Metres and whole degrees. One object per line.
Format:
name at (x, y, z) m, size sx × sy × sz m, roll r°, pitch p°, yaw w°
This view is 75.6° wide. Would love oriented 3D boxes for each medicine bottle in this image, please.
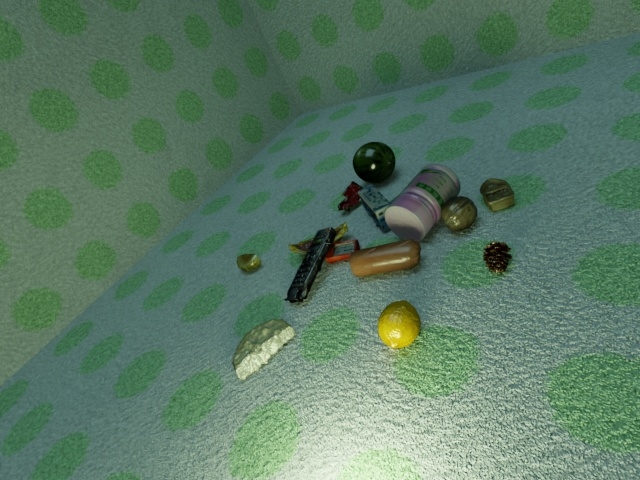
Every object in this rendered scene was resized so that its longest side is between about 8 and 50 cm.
medicine bottle at (0.458, -0.172, 1.841) m, size 0.211 × 0.212 × 0.325 m, roll 12°, pitch 49°, yaw 48°

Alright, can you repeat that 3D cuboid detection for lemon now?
lemon at (0.270, 0.280, 1.400) m, size 0.142 × 0.142 × 0.187 m, roll -5°, pitch 40°, yaw 35°

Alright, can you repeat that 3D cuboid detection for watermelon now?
watermelon at (0.305, -0.443, 2.346) m, size 0.242 × 0.243 × 0.242 m, roll -21°, pitch 31°, yaw 13°

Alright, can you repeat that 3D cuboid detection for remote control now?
remote control at (-0.036, 0.112, 1.902) m, size 0.144 × 0.062 × 0.399 m, roll -13°, pitch 44°, yaw 52°

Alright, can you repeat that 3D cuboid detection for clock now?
clock at (0.109, 0.055, 1.946) m, size 0.154 × 0.061 × 0.113 m, roll -13°, pitch 34°, yaw 20°

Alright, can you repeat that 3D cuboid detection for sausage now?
sausage at (0.271, 0.075, 1.720) m, size 0.303 × 0.121 × 0.121 m, roll -13°, pitch 34°, yaw 26°

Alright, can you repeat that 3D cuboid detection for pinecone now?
pinecone at (0.634, 0.063, 1.478) m, size 0.102 × 0.102 × 0.110 m, roll -5°, pitch 72°, yaw 34°

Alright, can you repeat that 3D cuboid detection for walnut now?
walnut at (0.582, -0.114, 1.730) m, size 0.162 × 0.140 × 0.140 m, roll -39°, pitch 32°, yaw -13°

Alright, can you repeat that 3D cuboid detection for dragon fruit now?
dragon fruit at (0.171, -0.229, 2.264) m, size 0.192 × 0.123 × 0.092 m, roll -41°, pitch 47°, yaw -23°

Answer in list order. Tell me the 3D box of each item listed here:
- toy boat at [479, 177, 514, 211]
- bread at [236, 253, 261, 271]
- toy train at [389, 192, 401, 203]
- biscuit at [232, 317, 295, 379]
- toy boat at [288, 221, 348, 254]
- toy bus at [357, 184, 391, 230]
toy boat at (0.761, -0.203, 1.787) m, size 0.115 × 0.061 × 0.188 m, roll -21°, pitch 32°, yaw 16°
bread at (-0.388, 0.125, 2.225) m, size 0.157 × 0.083 × 0.095 m, roll -17°, pitch 35°, yaw 23°
toy train at (0.415, -0.200, 2.064) m, size 0.171 × 0.070 × 0.099 m, roll -36°, pitch 24°, yaw -9°
biscuit at (-0.254, 0.419, 1.677) m, size 0.281 × 0.084 × 0.179 m, roll -41°, pitch 33°, yaw -19°
toy boat at (0.001, 0.006, 2.073) m, size 0.317 × 0.099 × 0.141 m, roll -22°, pitch 35°, yaw 7°
toy bus at (0.284, -0.167, 2.057) m, size 0.106 × 0.131 × 0.297 m, roll -28°, pitch 31°, yaw 1°
